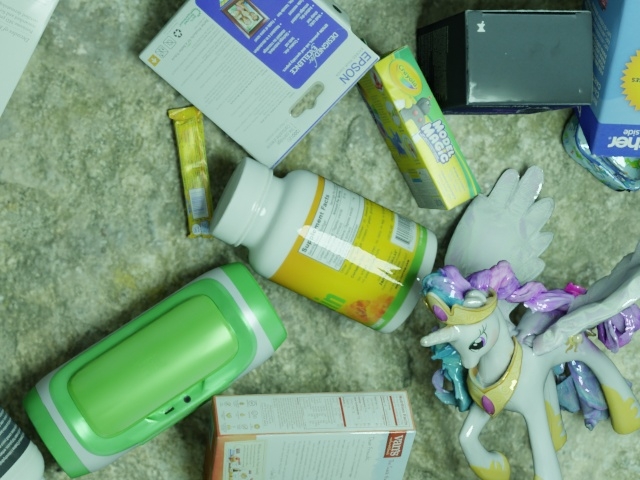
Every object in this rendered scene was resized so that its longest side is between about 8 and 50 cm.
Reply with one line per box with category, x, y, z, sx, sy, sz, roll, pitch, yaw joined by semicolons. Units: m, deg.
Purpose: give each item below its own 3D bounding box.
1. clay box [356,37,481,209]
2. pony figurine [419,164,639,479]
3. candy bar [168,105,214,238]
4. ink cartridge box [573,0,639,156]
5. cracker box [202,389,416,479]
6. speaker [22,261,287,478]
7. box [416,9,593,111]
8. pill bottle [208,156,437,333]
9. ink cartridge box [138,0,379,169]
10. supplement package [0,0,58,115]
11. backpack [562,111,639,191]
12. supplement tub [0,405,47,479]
clay box;0.104;-0.144;1.758;0.053;0.127;0.222;-28;98;-9
pony figurine;0.262;0.110;1.725;0.351;0.303;0.363;-46;127;-30
candy bar;-0.150;-0.080;1.766;0.040;0.018;0.161;-8;94;-8
ink cartridge box;0.438;-0.238;1.668;0.270;0.151;0.395;0;130;-5
cracker box;-0.016;0.249;1.740;0.232;0.067;0.156;0;135;-11
speaker;-0.189;0.148;1.714;0.296;0.131;0.131;-33;98;-8
box;0.210;-0.205;1.735;0.153;0.207;0.108;-1;92;-11
pill bottle;0.000;0.000;1.738;0.245;0.136;0.136;26;87;-11
ink cartridge box;-0.070;-0.216;1.714;0.208;0.045;0.206;42;117;-10
supplement package;-0.420;-0.197;1.587;0.175;0.177;0.293;25;100;-22
backpack;0.367;-0.127;1.832;0.114;0.084;0.105;34;83;-7
supplement tub;-0.430;0.241;1.637;0.191;0.191;0.272;-40;99;-7
